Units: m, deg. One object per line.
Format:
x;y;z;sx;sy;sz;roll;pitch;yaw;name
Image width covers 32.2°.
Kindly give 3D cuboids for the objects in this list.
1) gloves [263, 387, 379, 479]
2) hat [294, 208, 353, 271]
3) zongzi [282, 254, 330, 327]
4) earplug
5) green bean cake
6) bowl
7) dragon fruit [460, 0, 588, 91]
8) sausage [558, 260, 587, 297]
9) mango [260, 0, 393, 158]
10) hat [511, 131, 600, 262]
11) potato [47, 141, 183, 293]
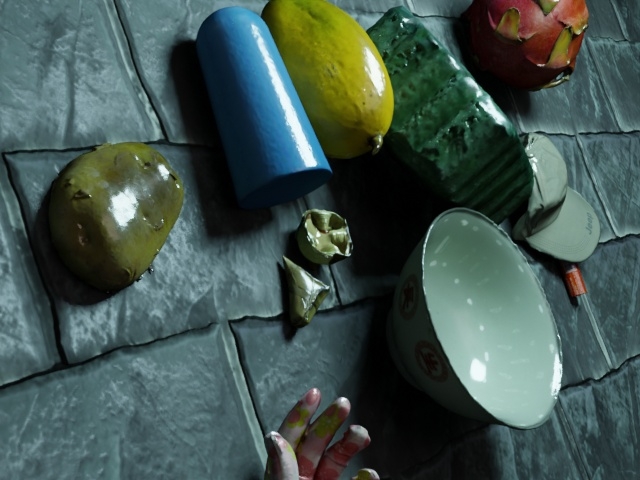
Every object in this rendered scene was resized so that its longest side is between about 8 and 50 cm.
-0.012;0.302;1.327;0.145;0.126;0.241;5;68;-22;gloves
0.001;0.000;1.558;0.076;0.059;0.077;8;58;-30;hat
-0.036;0.069;1.496;0.083;0.040;0.076;43;48;-10;zongzi
-0.091;-0.191;1.504;0.132;0.132;0.272;-4;70;-51;earplug
0.180;-0.175;1.738;0.300;0.169;0.308;51;5;26;green bean cake
0.200;0.133;1.640;0.337;0.158;0.337;28;49;-39;bowl
0.391;-0.415;2.111;0.315;0.250;0.250;95;-20;-77;dragon fruit
0.474;0.044;2.119;0.034;0.034;0.129;-5;74;-51;sausage
0.001;-0.239;1.599;0.119;0.176;0.316;28;32;-60;mango
0.451;-0.089;2.069;0.245;0.149;0.214;15;56;-17;hat
-0.224;-0.036;1.292;0.164;0.081;0.200;48;43;-23;potato
